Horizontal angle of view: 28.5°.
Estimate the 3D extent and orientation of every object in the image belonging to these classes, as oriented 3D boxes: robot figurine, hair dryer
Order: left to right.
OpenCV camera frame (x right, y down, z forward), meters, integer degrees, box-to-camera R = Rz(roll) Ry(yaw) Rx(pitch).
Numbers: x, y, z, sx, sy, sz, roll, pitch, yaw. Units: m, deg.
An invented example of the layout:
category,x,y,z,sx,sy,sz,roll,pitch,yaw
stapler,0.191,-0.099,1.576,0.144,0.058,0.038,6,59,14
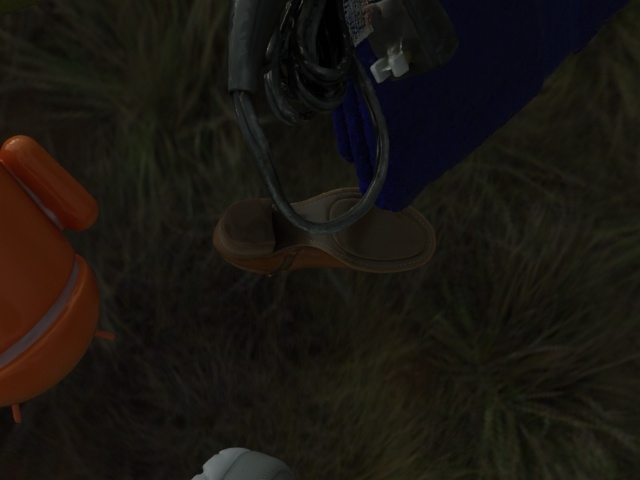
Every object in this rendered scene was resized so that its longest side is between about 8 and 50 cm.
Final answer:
category,x,y,z,sx,sy,sz,roll,pitch,yaw
robot figurine,-0.228,0.019,0.797,0.128,0.219,0.158,-18,35,29
hair dryer,0.006,-0.171,0.494,0.080,0.223,0.293,-11,111,19

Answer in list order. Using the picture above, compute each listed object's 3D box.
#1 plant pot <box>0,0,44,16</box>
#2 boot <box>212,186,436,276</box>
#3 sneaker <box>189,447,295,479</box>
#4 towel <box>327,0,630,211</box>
category,x,y,z,sx,sy,sz,roll,pitch,yaw
plant pot,-0.319,-0.285,1.067,0.254,0.276,0.276,-9,74,11
boot,0.000,0.000,1.161,0.197,0.152,0.073,8,78,-3
sneaker,-0.015,0.204,0.560,0.115,0.105,0.281,-2,34,0
towel,0.116,-0.183,0.834,0.308,0.227,0.076,-43,56,-18
